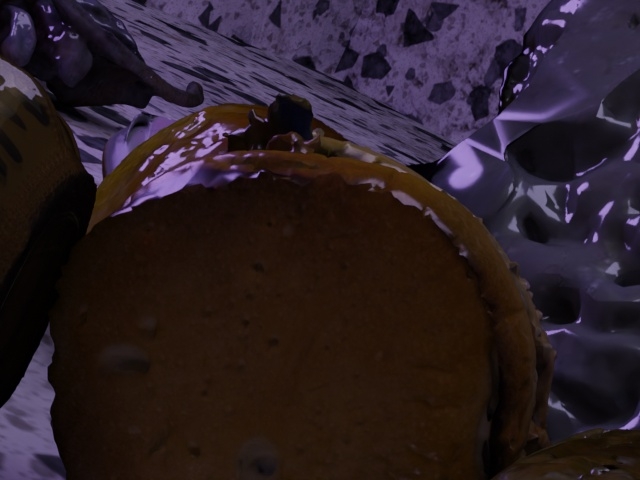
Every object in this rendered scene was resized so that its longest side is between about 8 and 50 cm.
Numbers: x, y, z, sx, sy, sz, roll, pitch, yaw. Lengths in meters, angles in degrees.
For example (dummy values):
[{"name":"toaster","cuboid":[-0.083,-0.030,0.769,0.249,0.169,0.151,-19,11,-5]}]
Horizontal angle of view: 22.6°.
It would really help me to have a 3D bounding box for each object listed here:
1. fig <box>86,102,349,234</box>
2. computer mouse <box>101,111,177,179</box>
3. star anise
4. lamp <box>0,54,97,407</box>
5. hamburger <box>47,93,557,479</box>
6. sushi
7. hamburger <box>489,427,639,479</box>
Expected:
[{"name":"fig","cuboid":[-0.082,0.005,0.858,0.159,0.159,0.257,16,-8,-44]},{"name":"computer mouse","cuboid":[0.000,0.000,1.068,0.310,0.072,0.158,11,38,-24]},{"name":"star anise","cuboid":[-0.280,-0.218,1.499,0.316,0.139,0.359,34,11,12]},{"name":"lamp","cuboid":[-0.183,-0.015,0.555,0.185,0.161,0.161,26,9,5]},{"name":"hamburger","cuboid":[0.003,0.054,0.589,0.191,0.182,0.118,28,17,14]},{"name":"sushi","cuboid":[0.159,0.021,0.776,0.234,0.349,0.207,-4,-37,37]},{"name":"hamburger","cuboid":[0.141,0.158,0.444,0.265,0.134,0.285,31,10,10]}]
